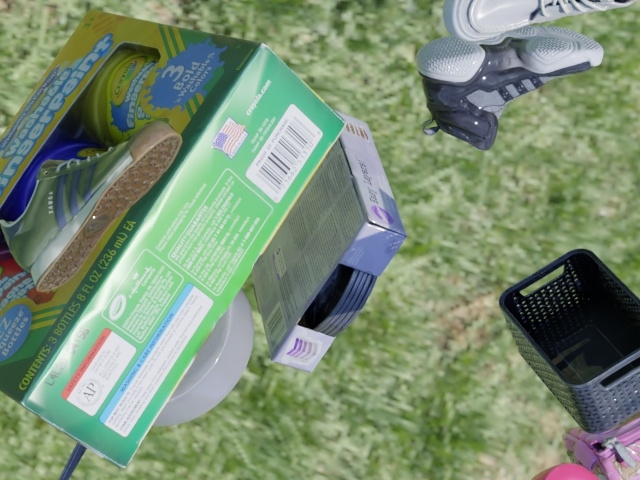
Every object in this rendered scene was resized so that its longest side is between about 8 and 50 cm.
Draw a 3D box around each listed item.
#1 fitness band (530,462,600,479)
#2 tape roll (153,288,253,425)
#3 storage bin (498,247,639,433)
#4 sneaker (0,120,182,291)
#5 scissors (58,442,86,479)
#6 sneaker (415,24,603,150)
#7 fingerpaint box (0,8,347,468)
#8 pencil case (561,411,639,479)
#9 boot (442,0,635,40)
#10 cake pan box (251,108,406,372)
[{"bbox_3d":[0.333,0.411,1.725,0.209,0.054,0.291,-20,80,-54],"label":"fitness band"},{"bbox_3d":[-0.195,0.112,1.743,0.219,0.219,0.072,-63,151,-13],"label":"tape roll"},{"bbox_3d":[0.289,0.106,1.547,0.122,0.180,0.084,-31,129,-4],"label":"storage bin"},{"bbox_3d":[-0.215,-0.050,1.277,0.192,0.086,0.064,-48,161,11],"label":"sneaker"},{"bbox_3d":[-0.299,0.224,1.918,0.297,0.021,0.109,-54,153,-19],"label":"scissors"},{"bbox_3d":[0.266,-0.216,2.037,0.268,0.101,0.153,-6,123,-8],"label":"sneaker"},{"bbox_3d":[-0.242,-0.026,1.600,0.163,0.371,0.445,41,77,-38],"label":"fingerpaint box"},{"bbox_3d":[0.557,0.268,2.118,0.386,0.167,0.160,-26,98,-4],"label":"pencil case"},{"bbox_3d":[0.265,-0.286,1.577,0.258,0.123,0.095,-31,122,-24],"label":"boot"},{"bbox_3d":[0.000,0.000,1.840,0.070,0.267,0.246,18,121,-24],"label":"cake pan box"}]
